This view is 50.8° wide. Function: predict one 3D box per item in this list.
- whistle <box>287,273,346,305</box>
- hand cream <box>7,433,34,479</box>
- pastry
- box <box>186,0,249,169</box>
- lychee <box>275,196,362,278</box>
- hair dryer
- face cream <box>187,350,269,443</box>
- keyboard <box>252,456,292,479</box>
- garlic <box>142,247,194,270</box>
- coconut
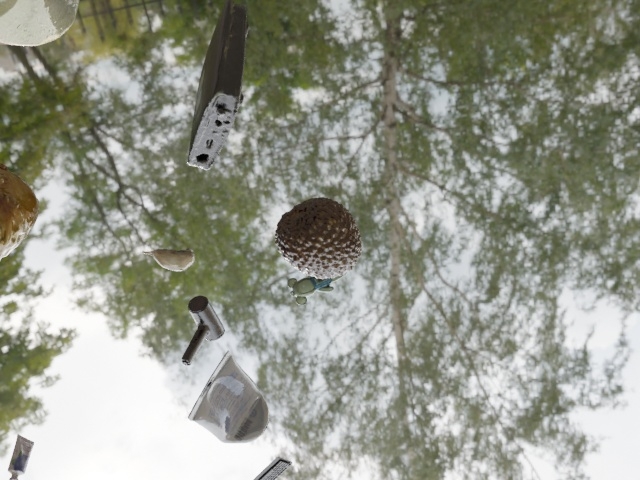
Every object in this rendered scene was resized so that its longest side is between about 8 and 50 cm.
[{"bbox_3d":[-0.009,0.157,2.549,0.235,0.114,0.077,-24,164,-18],"label":"whistle"},{"bbox_3d":[-0.973,0.709,2.184,0.053,0.084,0.142,-8,-127,18],"label":"hand cream"},{"bbox_3d":[-0.684,-0.033,1.237,0.255,0.162,0.311,31,-115,34],"label":"pastry"},{"bbox_3d":[-0.272,-0.403,1.777,0.091,0.359,0.350,12,-120,-19],"label":"box"},{"bbox_3d":[0.000,0.000,2.075,0.267,0.267,0.267,-10,-156,5],"label":"lychee"},{"bbox_3d":[-0.455,0.358,2.527,0.089,0.197,0.251,3,-133,18],"label":"hair dryer"},{"bbox_3d":[-0.282,0.542,2.192,0.137,0.420,0.235,20,-115,27],"label":"face cream"},{"bbox_3d":[-0.163,0.665,1.842,0.196,0.074,0.015,-44,-130,6],"label":"keyboard"},{"bbox_3d":[-0.428,0.056,1.954,0.084,0.066,0.152,-12,167,44],"label":"garlic"},{"bbox_3d":[-0.688,-0.572,1.460,0.309,0.297,0.297,18,-143,36],"label":"coconut"}]
